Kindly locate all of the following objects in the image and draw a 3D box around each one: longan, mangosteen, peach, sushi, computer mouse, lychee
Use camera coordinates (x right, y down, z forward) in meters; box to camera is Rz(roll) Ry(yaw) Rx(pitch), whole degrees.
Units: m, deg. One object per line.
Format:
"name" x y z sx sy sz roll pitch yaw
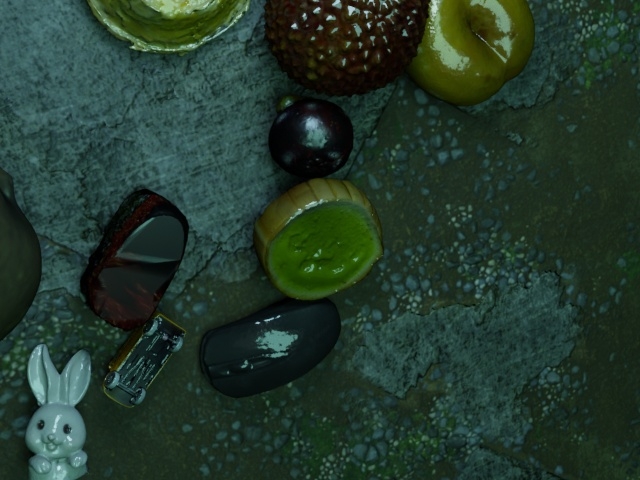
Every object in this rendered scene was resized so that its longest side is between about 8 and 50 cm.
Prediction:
"longan" -0.566 0.006 1.636 0.288 0.288 0.350 -20 99 -15
"mangosteen" -0.017 -0.181 1.871 0.152 0.152 0.153 -5 104 -19
"peach" 0.249 -0.360 1.920 0.251 0.153 0.251 -8 108 -25
"sushi" -0.301 0.028 1.822 0.136 0.126 0.225 28 98 -25
"computer mouse" -0.079 0.187 1.957 0.269 0.086 0.138 -22 108 -13
"lychee" 0.040 -0.368 1.776 0.275 0.304 0.276 15 64 -35

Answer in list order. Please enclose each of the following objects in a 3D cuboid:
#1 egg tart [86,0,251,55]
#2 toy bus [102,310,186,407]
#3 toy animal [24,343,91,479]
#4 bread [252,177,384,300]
"egg tart" -0.230 -0.445 1.738 0.314 0.120 0.315 -5 104 -20
"toy bus" -0.304 0.198 1.882 0.069 0.074 0.162 38 85 -31
"toy animal" -0.433 0.288 1.831 0.103 0.131 0.221 1 100 -6
"bread" 0.000 0.000 1.908 0.236 0.070 0.236 -14 131 -16
